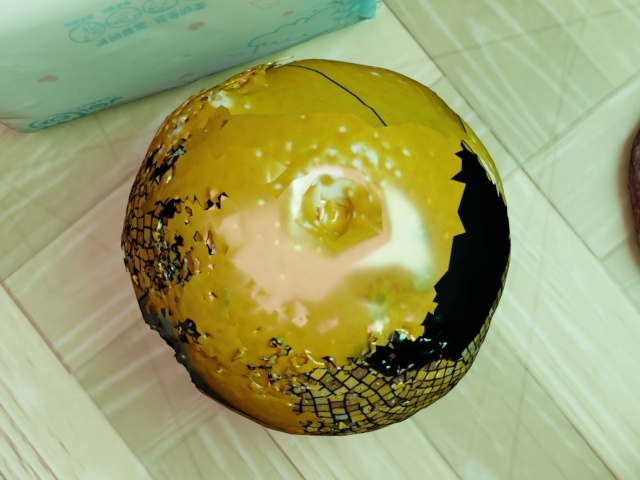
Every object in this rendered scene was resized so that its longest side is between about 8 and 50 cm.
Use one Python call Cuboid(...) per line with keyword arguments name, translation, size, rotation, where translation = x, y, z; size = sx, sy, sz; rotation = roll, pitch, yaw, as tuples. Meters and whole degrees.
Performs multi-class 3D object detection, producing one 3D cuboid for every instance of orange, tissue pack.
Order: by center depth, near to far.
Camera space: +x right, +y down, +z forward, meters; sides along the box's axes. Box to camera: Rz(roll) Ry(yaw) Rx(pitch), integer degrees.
Cuboid(name="tissue pack", translation=(-0.102, -0.171, 0.554), size=(0.271, 0.201, 0.124), rotation=(-18, 80, 3))
Cuboid(name="orange", translation=(0.000, 0.000, 0.558), size=(0.234, 0.182, 0.234), rotation=(-1, 75, 2))

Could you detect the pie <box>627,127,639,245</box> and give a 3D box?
Cuboid(name="pie", translation=(0.309, -0.037, 0.594), size=(0.219, 0.054, 0.204), rotation=(-34, 86, 2))
